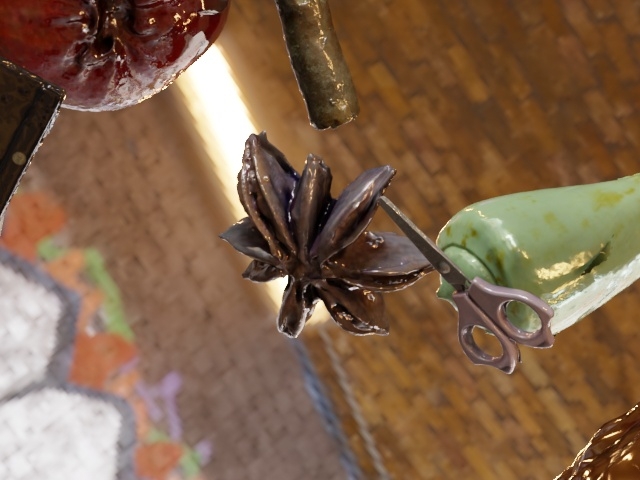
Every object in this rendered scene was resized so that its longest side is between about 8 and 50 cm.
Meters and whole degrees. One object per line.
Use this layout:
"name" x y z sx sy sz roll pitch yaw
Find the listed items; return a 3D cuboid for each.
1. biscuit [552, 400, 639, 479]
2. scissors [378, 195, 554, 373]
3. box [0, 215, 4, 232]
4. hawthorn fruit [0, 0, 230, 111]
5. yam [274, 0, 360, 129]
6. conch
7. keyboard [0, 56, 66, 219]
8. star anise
"biscuit" 0.106 0.212 0.708 0.166 0.395 0.343 48 -58 8
"scissors" 0.113 0.032 1.338 0.189 0.015 0.100 47 -48 -6
"box" -0.390 -0.032 1.867 0.035 0.245 0.139 16 -36 -16
"hawthorn fruit" -0.236 -0.276 1.553 0.307 0.265 0.265 -115 -174 -47
"yam" -0.018 -0.234 1.584 0.061 0.061 0.253 0 -71 65
"conch" 0.230 0.021 1.562 0.137 0.250 0.144 154 -73 -65
"keyboard" -0.260 -0.020 1.124 0.072 0.231 0.023 27 9 -14
"star anise" 0.000 0.000 1.520 0.236 0.093 0.229 44 -55 -11
